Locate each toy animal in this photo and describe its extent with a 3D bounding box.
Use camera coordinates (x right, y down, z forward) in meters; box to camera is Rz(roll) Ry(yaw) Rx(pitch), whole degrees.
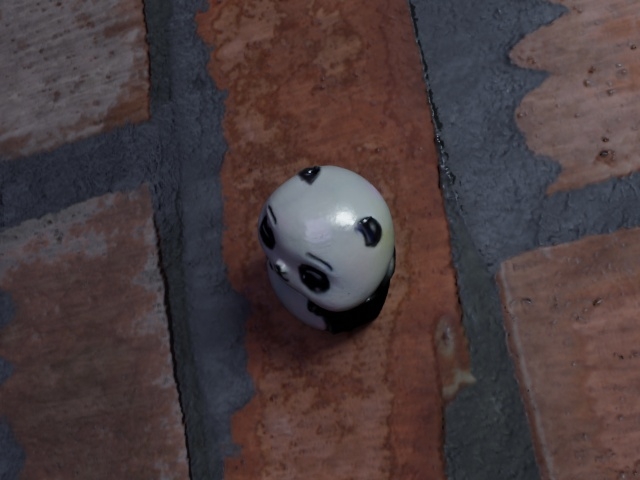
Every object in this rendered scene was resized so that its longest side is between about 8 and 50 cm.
[{"bbox_3d":[0.000,0.000,1.025,0.166,0.179,0.138,42,80,18],"label":"toy animal"}]
